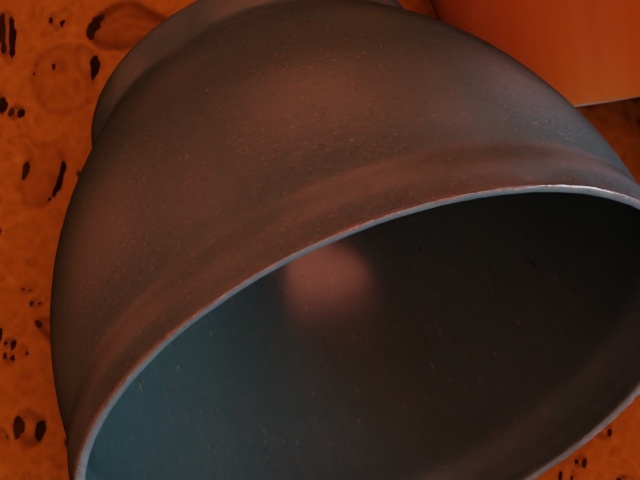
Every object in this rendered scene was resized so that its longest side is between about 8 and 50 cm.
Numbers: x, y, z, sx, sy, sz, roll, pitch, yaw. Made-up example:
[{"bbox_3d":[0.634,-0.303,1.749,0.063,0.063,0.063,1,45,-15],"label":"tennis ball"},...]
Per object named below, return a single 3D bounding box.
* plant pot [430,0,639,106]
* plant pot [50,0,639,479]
[{"bbox_3d":[0.127,-0.166,0.923,0.205,0.205,0.188,-10,97,-7],"label":"plant pot"},{"bbox_3d":[0.000,0.000,0.855,0.293,0.293,0.196,-19,56,-8],"label":"plant pot"}]
